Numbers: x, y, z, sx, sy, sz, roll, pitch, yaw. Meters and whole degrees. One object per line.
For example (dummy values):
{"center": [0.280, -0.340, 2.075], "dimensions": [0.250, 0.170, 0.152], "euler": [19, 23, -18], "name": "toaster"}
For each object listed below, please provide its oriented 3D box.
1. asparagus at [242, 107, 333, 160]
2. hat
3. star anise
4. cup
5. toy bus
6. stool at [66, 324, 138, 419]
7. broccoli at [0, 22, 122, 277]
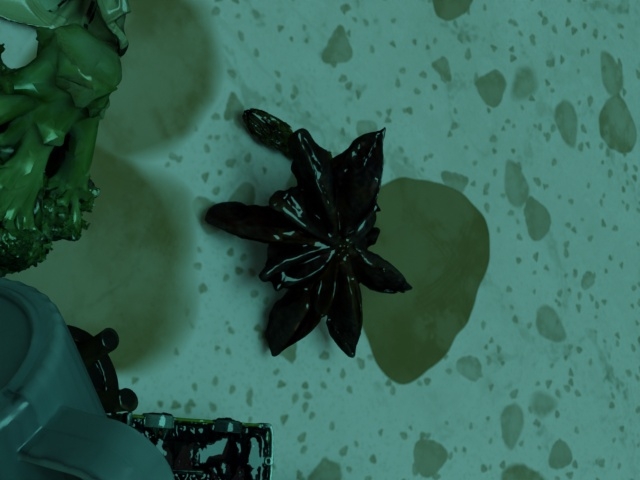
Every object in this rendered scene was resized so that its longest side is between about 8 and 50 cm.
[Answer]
{"center": [-0.029, -0.106, 1.941], "dimensions": [0.165, 0.030, 0.036], "euler": [31, 94, -34], "name": "asparagus"}
{"center": [-0.269, -0.256, 1.739], "dimensions": [0.166, 0.081, 0.122], "euler": [7, 120, -25], "name": "hat"}
{"center": [0.004, 0.000, 1.892], "dimensions": [0.212, 0.129, 0.283], "euler": [-32, 114, -26], "name": "star anise"}
{"center": [-0.268, 0.232, 1.412], "dimensions": [0.256, 0.331, 0.311], "euler": [-28, 126, -16], "name": "cup"}
{"center": [-0.142, 0.221, 1.761], "dimensions": [0.175, 0.101, 0.088], "euler": [9, 80, -34], "name": "toy bus"}
{"center": [-0.257, 0.170, 1.661], "dimensions": [0.125, 0.121, 0.217], "euler": [25, 65, -37], "name": "stool"}
{"center": [-0.298, -0.096, 1.561], "dimensions": [0.270, 0.270, 0.270], "euler": [38, 33, -31], "name": "broccoli"}
